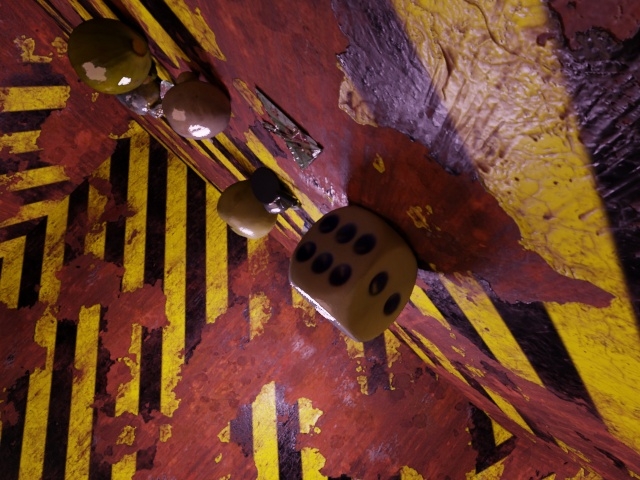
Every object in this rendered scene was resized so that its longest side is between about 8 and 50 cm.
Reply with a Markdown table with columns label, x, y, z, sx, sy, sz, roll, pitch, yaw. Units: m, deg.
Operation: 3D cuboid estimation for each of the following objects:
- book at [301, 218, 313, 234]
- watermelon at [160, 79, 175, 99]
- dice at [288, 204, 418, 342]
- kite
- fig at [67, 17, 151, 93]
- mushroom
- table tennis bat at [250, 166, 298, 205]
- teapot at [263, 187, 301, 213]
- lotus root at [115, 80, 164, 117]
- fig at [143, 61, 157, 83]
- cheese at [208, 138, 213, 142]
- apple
| label | x | y | z | sx | sy | sz | roll | pitch | yaw |
| --- | --- | --- | --- | --- | --- | --- | --- | --- | --- |
| book | 0.000 | 0.000 | 1.979 | 0.228 | 0.018 | 0.322 | 40 | 170 | 3 |
| watermelon | -0.570 | -0.554 | 1.569 | 0.081 | 0.094 | 0.180 | 38 | 155 | 33 |
| dice | 0.101 | 0.101 | 1.218 | 0.277 | 0.304 | 0.304 | 32 | 166 | 42 |
| kite | -0.083 | -0.285 | 1.098 | 0.268 | 0.013 | 0.322 | 31 | 164 | 39 |
| fig | -0.680 | -0.609 | 1.325 | 0.271 | 0.239 | 0.239 | 3 | 146 | 39 |
| mushroom | -0.373 | -0.409 | 1.236 | 0.206 | 0.207 | 0.209 | 48 | -151 | -34 |
| table tennis bat | -0.188 | -0.198 | 1.586 | 0.237 | 0.027 | 0.150 | 30 | 121 | 24 |
| teapot | -0.157 | -0.152 | 1.669 | 0.108 | 0.111 | 0.149 | 9 | 144 | 47 |
| lotus root | -0.798 | -0.660 | 1.683 | 0.350 | 0.175 | 0.175 | 42 | 170 | 5 |
| fig | -0.662 | -0.632 | 1.499 | 0.110 | 0.103 | 0.155 | -1 | -152 | -35 |
| cheese | -0.565 | -0.523 | 1.756 | 0.127 | 0.050 | 0.255 | 28 | 163 | 52 |
| apple | -0.343 | -0.151 | 1.934 | 0.292 | 0.254 | 0.292 | 38 | 172 | 6 |
